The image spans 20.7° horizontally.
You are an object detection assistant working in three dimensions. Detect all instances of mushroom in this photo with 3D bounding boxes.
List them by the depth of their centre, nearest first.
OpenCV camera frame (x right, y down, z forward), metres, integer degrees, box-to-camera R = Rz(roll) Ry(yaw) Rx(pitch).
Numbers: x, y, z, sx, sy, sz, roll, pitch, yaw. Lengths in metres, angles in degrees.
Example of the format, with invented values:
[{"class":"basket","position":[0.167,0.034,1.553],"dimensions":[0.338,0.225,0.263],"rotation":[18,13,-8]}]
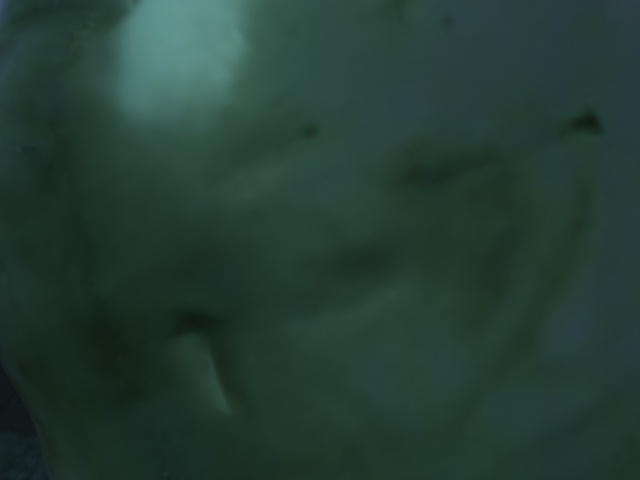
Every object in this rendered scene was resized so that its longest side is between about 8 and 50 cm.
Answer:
[{"class":"mushroom","position":[0.011,0.006,0.645],"dimensions":[0.353,0.353,0.325],"rotation":[-9,38,24]}]
